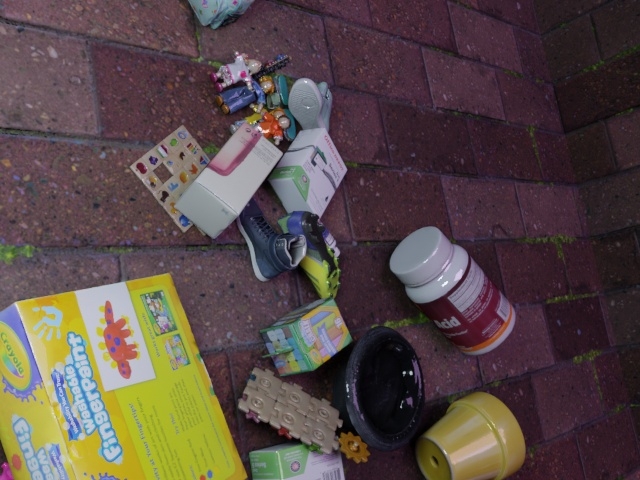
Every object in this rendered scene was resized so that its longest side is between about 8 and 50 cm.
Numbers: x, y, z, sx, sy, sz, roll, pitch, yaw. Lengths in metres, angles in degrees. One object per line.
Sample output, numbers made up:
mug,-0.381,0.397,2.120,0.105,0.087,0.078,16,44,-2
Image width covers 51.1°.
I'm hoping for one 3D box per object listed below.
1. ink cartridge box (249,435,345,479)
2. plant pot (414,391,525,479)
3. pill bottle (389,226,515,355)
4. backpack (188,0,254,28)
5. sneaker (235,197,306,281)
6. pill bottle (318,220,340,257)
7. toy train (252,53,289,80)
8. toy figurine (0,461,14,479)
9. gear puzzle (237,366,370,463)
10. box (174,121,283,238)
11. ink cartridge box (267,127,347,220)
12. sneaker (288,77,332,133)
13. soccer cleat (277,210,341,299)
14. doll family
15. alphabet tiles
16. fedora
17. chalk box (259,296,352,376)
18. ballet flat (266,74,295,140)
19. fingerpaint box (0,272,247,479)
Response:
ink cartridge box,-0.041,0.612,1.559,0.198,0.115,0.272,2,75,-43
plant pot,0.412,0.593,1.921,0.239,0.254,0.254,-15,87,-29
pill bottle,0.403,0.154,2.054,0.392,0.224,0.224,46,50,-23
backpack,-0.256,-0.653,1.725,0.144,0.188,0.165,-36,102,-44
sneaker,-0.121,-0.023,1.664,0.086,0.163,0.226,-19,88,-43
pill bottle,0.000,0.000,1.835,0.120,0.067,0.067,52,48,-17
toy train,-0.142,-0.494,1.896,0.036,0.027,0.158,52,48,-3
toy figurine,-0.500,0.454,1.189,0.173,0.130,0.159,-4,69,-50
gear puzzle,-0.034,0.427,1.573,0.339,0.044,0.175,29,24,-4
box,-0.218,-0.145,1.596,0.127,0.149,0.232,40,51,-11
ink cartridge box,-0.030,-0.180,1.826,0.160,0.093,0.219,59,44,-35
sneaker,-0.025,-0.405,1.870,0.256,0.094,0.151,70,25,-63
soccer cleat,-0.028,0.043,1.779,0.093,0.121,0.289,-59,138,-45
doll family,-0.178,-0.359,1.759,0.163,0.118,0.263,-28,92,-23
alphabet tiles,-0.320,-0.136,1.620,0.237,0.009,0.198,54,47,-17
fedora,0.133,0.394,1.767,0.334,0.152,0.334,20,60,-40
chalk box,-0.049,0.250,1.661,0.213,0.132,0.132,-29,97,-44
ballet flat,-0.113,-0.361,1.852,0.070,0.070,0.188,-1,80,-44
fingerpaint box,-0.374,0.312,1.222,0.371,0.163,0.444,-11,77,-61
